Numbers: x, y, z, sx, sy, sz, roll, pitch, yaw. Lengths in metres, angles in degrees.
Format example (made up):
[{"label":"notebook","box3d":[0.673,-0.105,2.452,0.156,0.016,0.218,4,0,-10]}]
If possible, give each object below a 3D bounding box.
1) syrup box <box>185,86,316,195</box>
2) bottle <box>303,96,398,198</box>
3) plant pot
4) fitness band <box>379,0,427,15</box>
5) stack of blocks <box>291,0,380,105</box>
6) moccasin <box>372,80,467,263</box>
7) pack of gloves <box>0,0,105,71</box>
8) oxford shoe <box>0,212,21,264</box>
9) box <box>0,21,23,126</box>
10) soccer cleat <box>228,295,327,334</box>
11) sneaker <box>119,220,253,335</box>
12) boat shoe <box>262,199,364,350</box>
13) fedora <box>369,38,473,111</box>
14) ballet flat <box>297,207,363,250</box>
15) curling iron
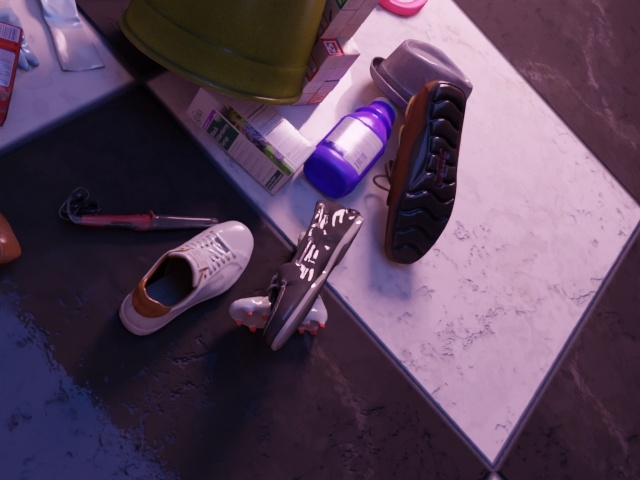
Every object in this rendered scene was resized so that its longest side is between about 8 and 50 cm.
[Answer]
[{"label":"syrup box","box3d":[-0.135,-0.212,1.409,0.237,0.093,0.096,42,51,-4]},{"label":"bottle","box3d":[0.076,-0.206,1.534,0.118,0.092,0.283,39,50,-2]},{"label":"plant pot","box3d":[-0.131,-0.491,1.319,0.367,0.353,0.366,22,27,-12]},{"label":"fitness band","box3d":[0.166,-0.713,1.902,0.291,0.054,0.209,46,50,-3]},{"label":"stack of blocks","box3d":[0.004,-0.430,1.485,0.087,0.297,0.171,-14,71,-37]},{"label":"moccasin","box3d":[0.197,-0.139,1.508,0.139,0.147,0.379,8,86,-21]},{"label":"pack of gloves","box3d":[-0.518,-0.409,1.320,0.195,0.046,0.232,-17,74,-36]},{"label":"oxford shoe","box3d":[-0.529,-0.047,1.106,0.212,0.076,0.076,55,21,9]},{"label":"box","box3d":[-0.611,-0.286,1.136,0.257,0.123,0.128,11,65,-26]},{"label":"soccer cleat","box3d":[-0.075,0.118,1.282,0.196,0.068,0.076,11,54,-34]},{"label":"sneaker","box3d":[-0.196,0.045,1.210,0.106,0.123,0.290,45,49,1]},{"label":"boat shoe","box3d":[-0.033,0.050,1.244,0.096,0.112,0.335,29,47,7]},{"label":"fedora","box3d":[0.247,-0.358,1.657,0.275,0.124,0.243,32,28,-15]},{"label":"ballet flat","box3d":[0.000,0.000,1.396,0.074,0.074,0.203,47,56,0]},{"label":"curling iron","box3d":[-0.303,-0.045,1.250,0.274,0.035,0.068,6,62,-28]}]
